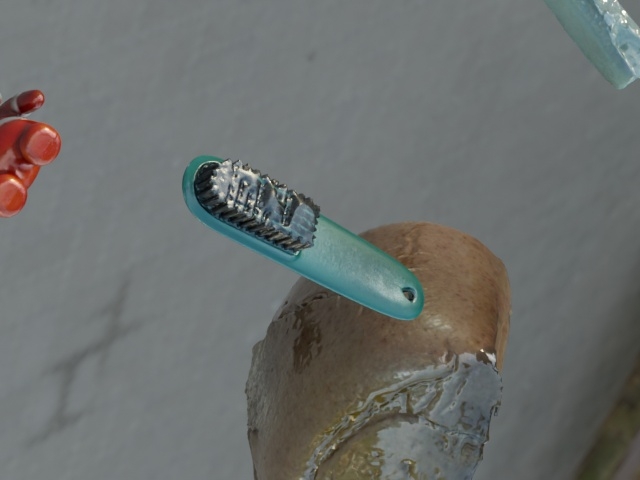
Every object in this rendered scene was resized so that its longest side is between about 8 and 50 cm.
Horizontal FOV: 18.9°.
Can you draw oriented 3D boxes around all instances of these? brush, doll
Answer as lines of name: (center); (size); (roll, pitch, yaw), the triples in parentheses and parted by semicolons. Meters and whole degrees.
brush: (0.000, 0.000, 1.116); (0.193, 0.032, 0.043); (28, 61, -34)
doll: (-0.313, -0.084, 1.746); (0.076, 0.245, 0.142); (39, 81, -35)

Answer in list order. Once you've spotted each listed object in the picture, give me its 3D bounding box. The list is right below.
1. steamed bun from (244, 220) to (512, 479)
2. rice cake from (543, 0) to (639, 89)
steamed bun: (0.033, 0.136, 1.588); (0.251, 0.199, 0.301); (-72, 180, -55)
rice cake: (0.143, -0.170, 1.170); (0.030, 0.180, 0.042); (-39, 180, -33)
